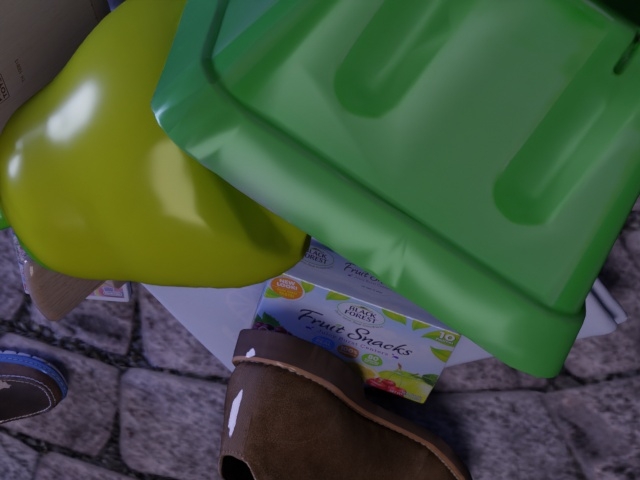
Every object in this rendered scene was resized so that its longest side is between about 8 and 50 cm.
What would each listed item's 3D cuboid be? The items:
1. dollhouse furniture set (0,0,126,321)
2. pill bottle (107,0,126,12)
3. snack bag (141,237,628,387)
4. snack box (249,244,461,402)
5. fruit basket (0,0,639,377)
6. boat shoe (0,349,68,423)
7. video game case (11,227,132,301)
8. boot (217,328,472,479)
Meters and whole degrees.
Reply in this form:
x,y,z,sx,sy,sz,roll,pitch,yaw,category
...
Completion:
x,y,z,sx,sy,sz,roll,pitch,yaw,category
-0.293,-0.100,1.294,0.303,0.198,0.286,23,143,37,dollhouse furniture set
-0.146,-0.222,1.263,0.108,0.108,0.193,-5,128,19,pill bottle
0.000,0.000,1.442,0.342,0.037,0.323,-17,131,36,snack bag
0.026,0.058,1.442,0.141,0.037,0.100,19,142,-2,snack box
0.004,-0.071,1.100,0.283,0.392,0.392,33,130,-13,fruit basket
-0.297,0.139,1.645,0.183,0.066,0.066,-8,128,21,boat shoe
-0.195,-0.004,1.532,0.087,0.011,0.122,5,131,12,video game case
0.014,0.172,1.505,0.112,0.115,0.305,5,160,35,boot
